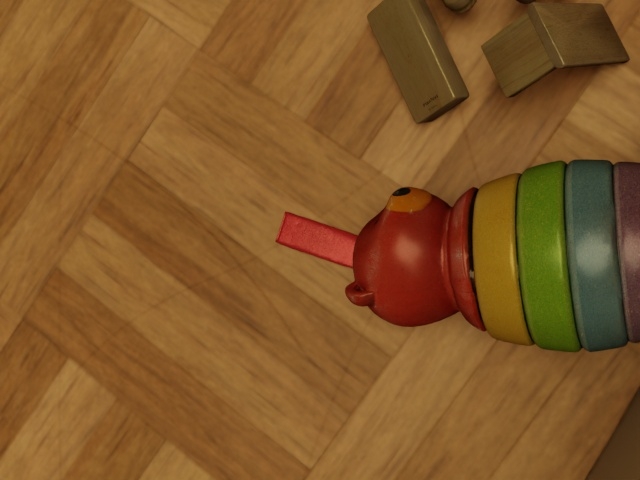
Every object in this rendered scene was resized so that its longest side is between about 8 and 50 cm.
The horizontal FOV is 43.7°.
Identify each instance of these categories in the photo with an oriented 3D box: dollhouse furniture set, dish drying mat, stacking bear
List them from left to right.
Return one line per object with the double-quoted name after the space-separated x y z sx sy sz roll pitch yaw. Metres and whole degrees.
0.000 0.000 0.758 0.083 0.008 0.032 19 91 14 "dish drying mat"
0.157 -0.184 0.720 0.151 0.123 0.144 -32 79 45 "dollhouse furniture set"
0.164 0.010 0.648 0.288 0.175 0.164 -4 118 23 "stacking bear"

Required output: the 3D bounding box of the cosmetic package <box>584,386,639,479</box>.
0.348 0.307 0.500 0.393 0.327 0.330 28 94 14 "cosmetic package"
